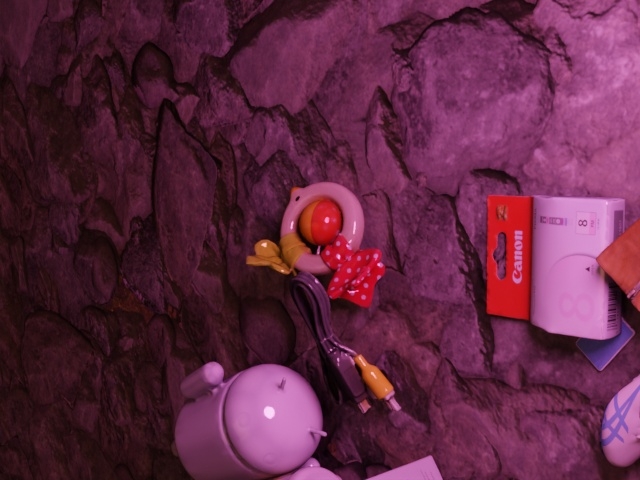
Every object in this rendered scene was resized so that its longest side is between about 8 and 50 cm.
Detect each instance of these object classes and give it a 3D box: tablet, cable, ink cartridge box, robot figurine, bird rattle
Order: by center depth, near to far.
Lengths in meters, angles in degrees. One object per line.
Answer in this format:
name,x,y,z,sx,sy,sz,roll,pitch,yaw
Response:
tablet,0.392,0.135,1.375,0.054,0.006,0.083,52,131,28
ink cartridge box,0.314,0.031,1.405,0.232,0.066,0.189,5,97,43
cable,0.028,0.174,1.678,0.139,0.072,0.287,-14,105,59
bird rattle,0.000,0.000,1.700,0.253,0.143,0.207,1,81,44
robot figurine,-0.133,0.344,1.834,0.300,0.200,0.353,45,138,-15

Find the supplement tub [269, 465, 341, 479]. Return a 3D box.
supplement tub,-0.056,0.480,1.721,0.200,0.144,0.144,-31,74,42

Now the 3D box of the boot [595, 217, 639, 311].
boot,0.483,0.016,1.159,0.264,0.096,0.280,51,120,31

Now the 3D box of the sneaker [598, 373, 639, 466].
sneaker,0.435,0.209,1.276,0.237,0.085,0.086,-67,29,28

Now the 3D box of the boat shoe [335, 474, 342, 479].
boat shoe,-0.022,0.511,1.840,0.075,0.065,0.206,50,129,31

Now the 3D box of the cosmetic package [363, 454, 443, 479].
cosmetic package,0.106,0.459,1.606,0.151,0.184,0.151,-41,66,43
